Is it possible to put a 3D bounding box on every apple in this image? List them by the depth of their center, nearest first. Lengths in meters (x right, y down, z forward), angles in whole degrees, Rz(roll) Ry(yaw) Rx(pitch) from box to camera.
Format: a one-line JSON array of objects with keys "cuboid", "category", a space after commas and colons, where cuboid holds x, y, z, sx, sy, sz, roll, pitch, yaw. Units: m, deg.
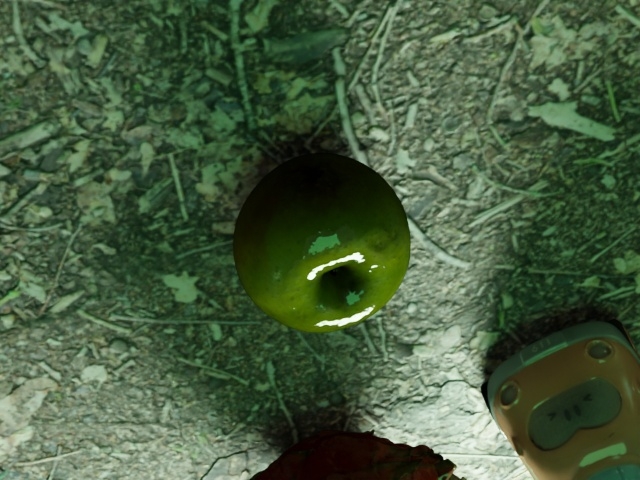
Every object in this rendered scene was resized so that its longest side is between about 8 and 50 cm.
[{"cuboid": [0.000, 0.000, 1.846, 0.196, 0.157, 0.196, -7, 130, -8], "category": "apple"}]

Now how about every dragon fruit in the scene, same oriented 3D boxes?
[{"cuboid": [0.037, 0.341, 2.088, 0.298, 0.244, 0.244, -23, 133, -23], "category": "dragon fruit"}]

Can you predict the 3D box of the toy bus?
[{"cuboid": [0.328, 0.252, 2.083, 0.194, 0.232, 0.288, -25, 131, 11], "category": "toy bus"}]
